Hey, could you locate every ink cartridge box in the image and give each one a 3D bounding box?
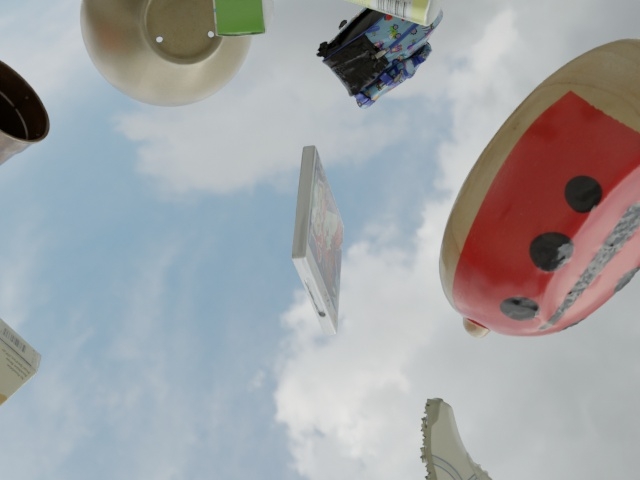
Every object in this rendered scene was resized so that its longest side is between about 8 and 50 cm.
[{"bbox_3d":[-0.097,-0.358,1.149,0.062,0.209,0.109,-2,-158,4],"label":"ink cartridge box"}]

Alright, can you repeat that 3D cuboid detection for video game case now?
[{"bbox_3d":[0.000,0.000,1.353,0.023,0.183,0.201,-6,-130,13],"label":"video game case"}]

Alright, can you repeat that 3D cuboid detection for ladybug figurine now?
[{"bbox_3d":[0.332,-0.039,1.247,0.449,0.305,0.162,-60,-142,21],"label":"ladybug figurine"}]

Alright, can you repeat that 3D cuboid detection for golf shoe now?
[{"bbox_3d":[0.140,0.225,0.869,0.086,0.069,0.176,-13,-99,13],"label":"golf shoe"}]

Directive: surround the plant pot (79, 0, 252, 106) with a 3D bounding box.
[{"bbox_3d":[-0.230,-0.346,1.519,0.284,0.284,0.191,-33,-161,-7],"label":"plant pot"}]

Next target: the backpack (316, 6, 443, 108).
[{"bbox_3d":[0.102,-0.287,1.344,0.173,0.117,0.158,-34,-168,28],"label":"backpack"}]

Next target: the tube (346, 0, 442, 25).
[{"bbox_3d":[0.010,-0.285,0.979,0.240,0.062,0.070,21,-94,14],"label":"tube"}]

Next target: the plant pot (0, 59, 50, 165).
[{"bbox_3d":[-0.519,-0.164,1.419,0.165,0.167,0.167,-36,-136,21],"label":"plant pot"}]

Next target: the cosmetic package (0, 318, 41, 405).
[{"bbox_3d":[-0.289,0.119,0.779,0.115,0.060,0.041,-43,-162,3],"label":"cosmetic package"}]
